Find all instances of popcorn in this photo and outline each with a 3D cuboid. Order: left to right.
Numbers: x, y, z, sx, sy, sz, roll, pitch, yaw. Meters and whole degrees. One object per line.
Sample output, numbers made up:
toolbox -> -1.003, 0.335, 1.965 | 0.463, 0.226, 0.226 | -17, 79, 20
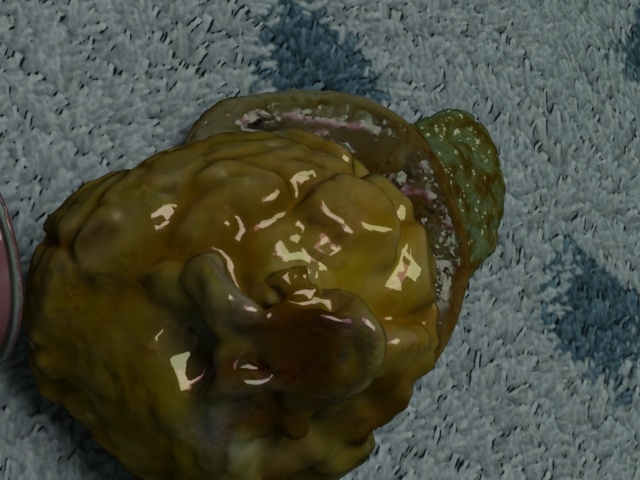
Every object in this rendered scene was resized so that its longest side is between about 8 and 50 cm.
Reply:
popcorn -> -0.079, 0.067, 1.703 | 0.390, 0.344, 0.354 | 19, 52, 25

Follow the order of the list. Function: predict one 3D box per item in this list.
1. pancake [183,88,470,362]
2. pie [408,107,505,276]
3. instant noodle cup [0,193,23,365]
pancake -> 0.001, 0.001, 1.952 | 0.387, 0.082, 0.387 | 7, 72, -23
pie -> 0.134, -0.046, 2.122 | 0.248, 0.090, 0.201 | -25, 95, -44
instant noodle cup -> -0.420, 0.032, 1.539 | 0.231, 0.243, 0.243 | -17, 80, -36
